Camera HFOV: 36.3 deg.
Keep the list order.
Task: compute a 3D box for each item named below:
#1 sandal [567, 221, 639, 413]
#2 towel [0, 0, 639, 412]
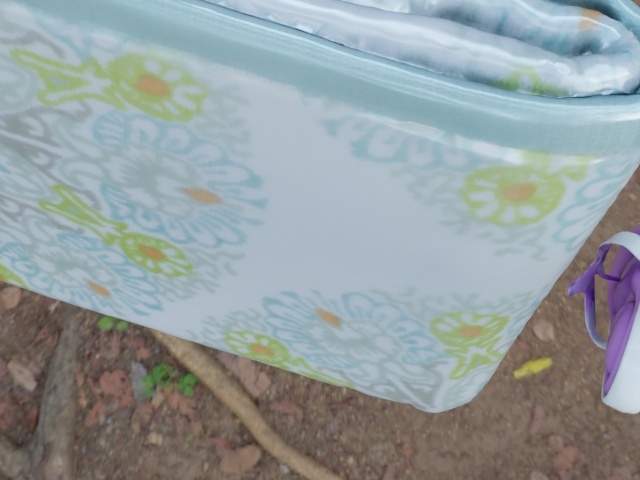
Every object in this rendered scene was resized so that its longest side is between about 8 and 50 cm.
[{"bbox_3d":[0.347,0.057,1.142,0.102,0.416,0.169,20,108,10],"label":"sandal"},{"bbox_3d":[-0.053,-0.042,0.514,0.375,0.090,0.320,17,150,2],"label":"towel"}]
